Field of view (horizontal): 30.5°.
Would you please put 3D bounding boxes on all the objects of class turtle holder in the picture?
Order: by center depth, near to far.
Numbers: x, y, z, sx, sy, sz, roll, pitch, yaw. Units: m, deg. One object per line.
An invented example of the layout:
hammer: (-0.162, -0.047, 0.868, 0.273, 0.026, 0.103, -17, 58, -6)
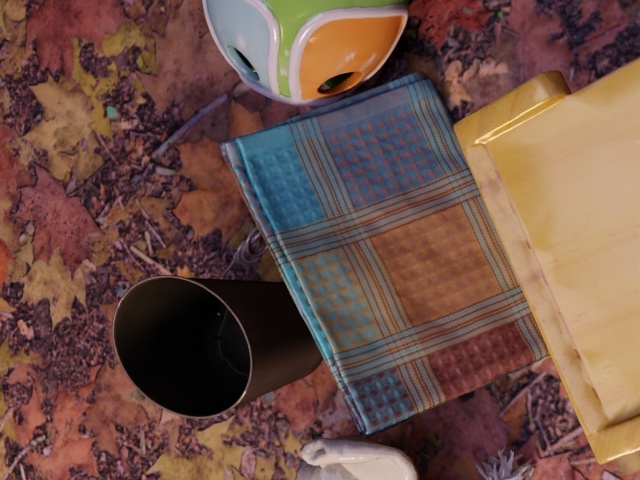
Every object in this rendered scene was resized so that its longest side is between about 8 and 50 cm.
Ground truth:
turtle holder: (-0.046, -0.295, 1.375, 0.320, 0.243, 0.227, 20, 118, 21)

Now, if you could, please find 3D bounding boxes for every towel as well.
towel: (0.083, 0.003, 1.313, 0.370, 0.271, 0.040, 64, 162, 14)

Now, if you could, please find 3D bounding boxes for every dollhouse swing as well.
dollhouse swing: (0.343, -0.007, 1.138, 0.305, 0.315, 0.347, -25, 78, 13)

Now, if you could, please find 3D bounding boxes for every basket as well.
basket: (-0.102, 0.118, 1.417, 0.204, 0.227, 0.154, 22, 102, 29)

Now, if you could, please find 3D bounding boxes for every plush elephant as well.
plush elephant: (0.058, 0.332, 1.310, 0.255, 0.272, 0.330, 25, 75, 15)

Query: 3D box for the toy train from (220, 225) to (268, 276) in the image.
toy train: (0.000, 0.000, 1.437, 0.143, 0.105, 0.248, 43, 112, 10)
